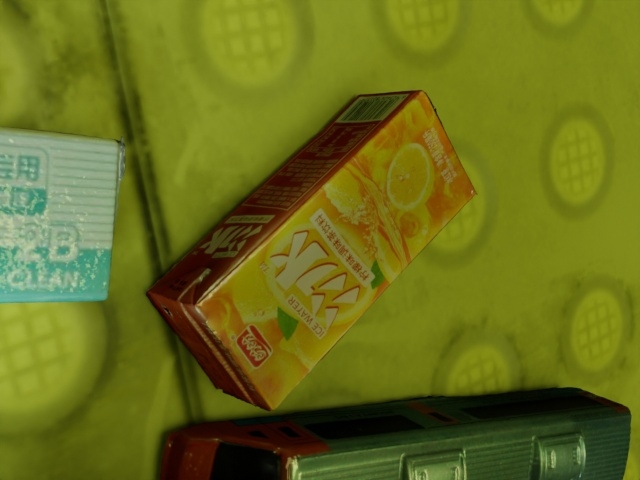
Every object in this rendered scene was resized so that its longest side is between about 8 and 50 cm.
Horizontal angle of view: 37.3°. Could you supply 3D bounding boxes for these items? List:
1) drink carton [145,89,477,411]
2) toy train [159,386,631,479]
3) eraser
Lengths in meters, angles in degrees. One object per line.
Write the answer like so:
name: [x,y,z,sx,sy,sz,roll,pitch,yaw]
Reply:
drink carton: [0.000,0.000,0.639,0.223,0.071,0.096,-45,119,-25]
toy train: [0.080,0.169,0.705,0.409,0.089,0.086,2,98,-37]
eraser: [-0.216,-0.017,0.487,0.225,0.052,0.096,2,95,-38]
